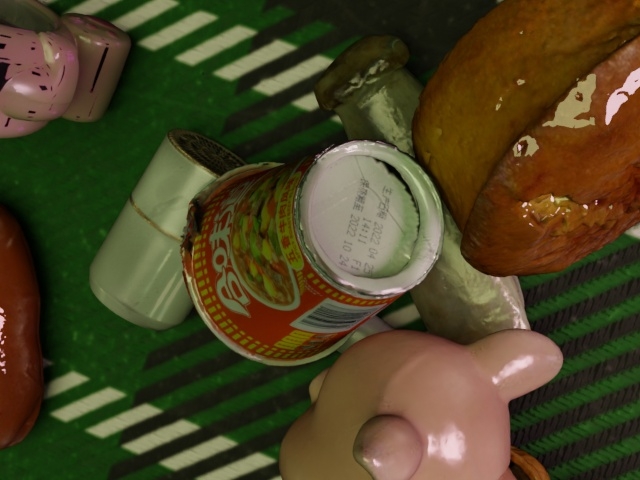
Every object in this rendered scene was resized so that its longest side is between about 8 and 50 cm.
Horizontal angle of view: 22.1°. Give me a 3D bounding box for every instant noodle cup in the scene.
[{"bbox_3d":[0.000,0.000,1.381,0.193,0.212,0.193,5,77,-21],"label":"instant noodle cup"}]

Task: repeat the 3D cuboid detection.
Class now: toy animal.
[{"bbox_3d":[0.105,0.230,1.400,0.326,0.237,0.269,43,138,27],"label":"toy animal"}]

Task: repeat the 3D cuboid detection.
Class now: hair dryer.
[{"bbox_3d":[-0.033,0.060,1.537,0.357,0.107,0.173,33,107,3],"label":"hair dryer"}]

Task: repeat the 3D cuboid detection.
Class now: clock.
[{"bbox_3d":[-0.347,-0.187,1.476,0.284,0.309,0.114,28,106,11],"label":"clock"}]

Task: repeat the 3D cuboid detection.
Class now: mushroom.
[{"bbox_3d":[0.095,-0.038,1.491,0.100,0.081,0.312,-24,94,25],"label":"mushroom"}]

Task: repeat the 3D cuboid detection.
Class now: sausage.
[{"bbox_3d":[-0.338,0.083,1.604,0.133,0.133,0.258,-4,95,16],"label":"sausage"}]

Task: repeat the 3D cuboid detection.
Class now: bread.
[{"bbox_3d":[0.214,-0.102,1.348,0.312,0.312,0.172,-45,67,16],"label":"bread"}]

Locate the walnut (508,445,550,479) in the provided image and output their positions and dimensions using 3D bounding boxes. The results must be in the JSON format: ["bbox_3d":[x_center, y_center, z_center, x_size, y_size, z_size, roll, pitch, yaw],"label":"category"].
[{"bbox_3d":[0.166,0.226,1.512,0.121,0.052,0.091,14,104,36],"label":"walnut"}]
